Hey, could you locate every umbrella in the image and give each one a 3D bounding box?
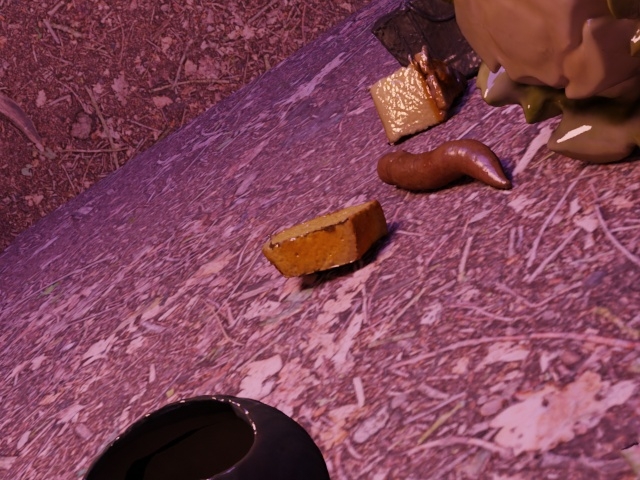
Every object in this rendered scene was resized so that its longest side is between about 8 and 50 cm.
[{"bbox_3d":[0.000,0.040,1.213,0.022,0.013,0.122,-25,7,-36],"label":"umbrella"}]

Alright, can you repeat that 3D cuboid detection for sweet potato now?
[{"bbox_3d":[0.165,-0.103,1.197,0.067,0.059,0.281,-53,22,-19],"label":"sweet potato"}]

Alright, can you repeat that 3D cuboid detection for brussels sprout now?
[{"bbox_3d":[0.314,-0.337,0.937,0.361,0.425,0.342,-41,45,-15],"label":"brussels sprout"}]

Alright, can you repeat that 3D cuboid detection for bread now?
[{"bbox_3d":[0.176,-0.241,1.506,0.147,0.127,0.152,-25,-12,34],"label":"bread"},{"bbox_3d":[0.000,0.000,1.202,0.187,0.065,0.103,-16,16,28],"label":"bread"}]

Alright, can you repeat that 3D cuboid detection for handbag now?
[{"bbox_3d":[0.230,-0.371,1.543,0.270,0.175,0.089,-23,25,39],"label":"handbag"}]

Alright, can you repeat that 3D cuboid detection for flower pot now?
[{"bbox_3d":[-0.101,0.227,0.720,0.243,0.157,0.189,-25,20,32],"label":"flower pot"}]
